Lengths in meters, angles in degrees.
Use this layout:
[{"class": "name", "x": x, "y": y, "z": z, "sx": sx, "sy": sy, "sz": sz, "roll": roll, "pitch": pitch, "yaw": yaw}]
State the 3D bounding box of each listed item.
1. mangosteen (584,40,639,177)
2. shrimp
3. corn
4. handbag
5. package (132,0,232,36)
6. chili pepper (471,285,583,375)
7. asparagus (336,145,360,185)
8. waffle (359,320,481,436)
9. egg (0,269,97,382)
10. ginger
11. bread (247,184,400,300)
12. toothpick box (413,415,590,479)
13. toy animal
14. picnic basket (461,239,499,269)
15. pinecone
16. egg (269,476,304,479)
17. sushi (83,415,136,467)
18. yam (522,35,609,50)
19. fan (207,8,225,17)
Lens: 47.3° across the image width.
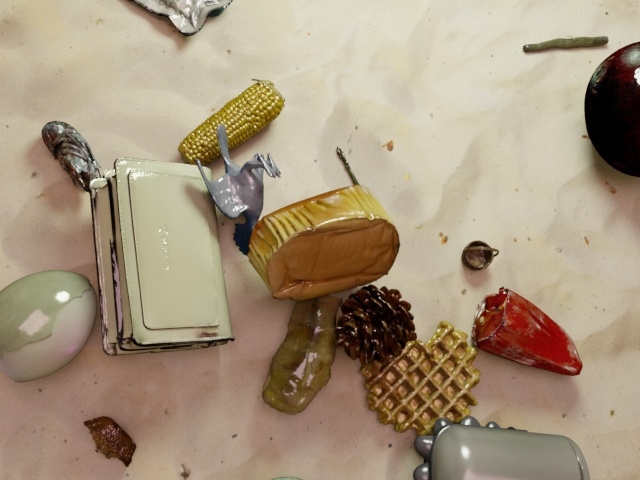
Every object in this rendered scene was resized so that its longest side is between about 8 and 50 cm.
[{"class": "mangosteen", "x": 0.761, "y": -0.304, "z": 1.657, "sx": 0.330, "sy": 0.330, "sz": 0.330, "roll": 3, "pitch": 75, "yaw": -11}, {"class": "shrimp", "x": -0.488, "y": -0.156, "z": 1.480, "sx": 0.079, "sy": 0.090, "sz": 0.233, "roll": -15, "pitch": 64, "yaw": -48}, {"class": "corn", "x": -0.189, "y": -0.248, "z": 1.567, "sx": 0.260, "sy": 0.091, "sz": 0.091, "roll": -38, "pitch": 67, "yaw": -14}, {"class": "handbag", "x": -0.304, "y": 0.034, "z": 1.420, "sx": 0.237, "sy": 0.160, "sz": 0.358, "roll": 1, "pitch": 74, "yaw": -36}, {"class": "package", "x": -0.324, "y": -0.558, "z": 1.649, "sx": 0.232, "sy": 0.040, "sz": 0.166, "roll": 32, "pitch": 70, "yaw": 9}, {"class": "chili pepper", "x": 0.453, "y": 0.207, "z": 1.570, "sx": 0.253, "sy": 0.144, "sz": 0.136, "roll": 27, "pitch": 101, "yaw": -11}, {"class": "asparagus", "x": 0.075, "y": -0.139, "z": 1.629, "sx": 0.013, "sy": 0.016, "sz": 0.166, "roll": -32, "pitch": 82, "yaw": 25}, {"class": "waffle", "x": 0.209, "y": 0.281, "z": 1.520, "sx": 0.253, "sy": 0.056, "sz": 0.249, "roll": 15, "pitch": 72, "yaw": -6}, {"class": "egg", "x": -0.510, "y": 0.147, "z": 1.344, "sx": 0.217, "sy": 0.183, "sz": 0.183, "roll": -43, "pitch": 87, "yaw": -11}, {"class": "ginger", "x": -0.028, "y": 0.223, "z": 1.463, "sx": 0.109, "sy": 0.116, "sz": 0.263, "roll": 35, "pitch": 63, "yaw": -32}, {"class": "bread", "x": 0.000, "y": 0.000, "z": 1.443, "sx": 0.288, "sy": 0.204, "sz": 0.156, "roll": -19, "pitch": 42, "yaw": -15}, {"class": "toothpick box", "x": 0.334, "y": 0.459, "z": 1.419, "sx": 0.316, "sy": 0.229, "sz": 0.229, "roll": 8, "pitch": 74, "yaw": -6}, {"class": "toy animal", "x": -0.164, "y": -0.104, "z": 1.483, "sx": 0.176, "sy": 0.239, "sz": 0.255, "roll": -38, "pitch": 82, "yaw": 19}, {"class": "picnic basket", "x": 0.350, "y": 0.030, "z": 1.601, "sx": 0.072, "sy": 0.083, "sz": 0.072, "roll": 3, "pitch": 74, "yaw": -11}, {"class": "pinecone", "x": 0.101, "y": 0.171, "z": 1.440, "sx": 0.174, "sy": 0.173, "sz": 0.173, "roll": 3, "pitch": 75, "yaw": -11}, {"class": "egg", "x": -0.078, "y": 0.506, "z": 1.362, "sx": 0.164, "sy": 0.131, "sz": 0.131, "roll": -1, "pitch": 75, "yaw": -4}, {"class": "sushi", "x": -0.395, "y": 0.376, "z": 1.370, "sx": 0.118, "sy": 0.061, "sz": 0.060, "roll": 44, "pitch": 60, "yaw": 1}, {"class": "yam", "x": 0.614, "y": -0.494, "z": 1.825, "sx": 0.234, "sy": 0.029, "sz": 0.027, "roll": -8, "pitch": 88, "yaw": -13}, {"class": "fan", "x": -0.261, "y": -0.593, "z": 1.689, "sx": 0.113, "sy": 0.005, "sz": 0.175, "roll": 11, "pitch": 73, "yaw": -8}]
